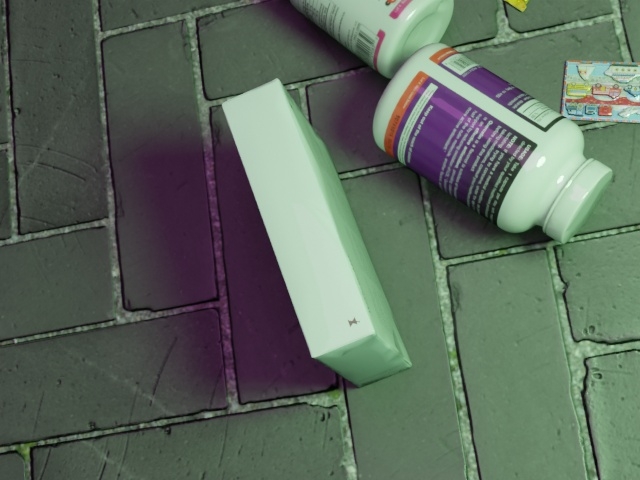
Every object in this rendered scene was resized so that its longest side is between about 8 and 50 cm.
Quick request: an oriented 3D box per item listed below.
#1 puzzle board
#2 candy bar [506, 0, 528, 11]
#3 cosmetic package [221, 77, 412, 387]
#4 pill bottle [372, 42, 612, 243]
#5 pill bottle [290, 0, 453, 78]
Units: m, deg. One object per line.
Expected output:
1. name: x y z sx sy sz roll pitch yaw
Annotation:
1. puzzle board: 0.428 -0.224 1.699 0.128 0.011 0.096 5 76 13
2. candy bar: 0.350 -0.426 1.770 0.040 0.018 0.161 40 85 16
3. cosmetic package: 0.000 0.000 1.586 0.097 0.284 0.377 -22 70 5
4. pill bottle: 0.245 -0.133 1.624 0.323 0.181 0.181 36 85 19
5. pill bottle: 0.051 -0.390 1.750 0.283 0.160 0.160 41 86 19
